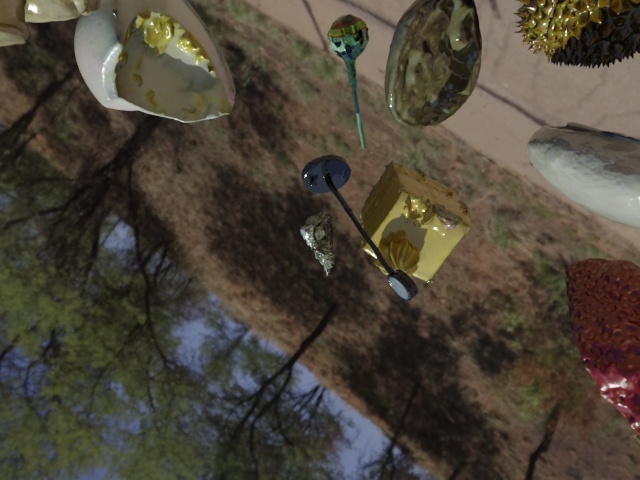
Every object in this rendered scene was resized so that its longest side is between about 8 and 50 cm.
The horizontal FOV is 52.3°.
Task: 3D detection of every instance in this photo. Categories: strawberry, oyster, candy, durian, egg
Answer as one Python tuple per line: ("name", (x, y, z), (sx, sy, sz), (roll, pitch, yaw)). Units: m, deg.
("strawberry", (0.335, 0.102, 0.655), (0.175, 0.106, 0.236), (6, -127, -50))
("oyster", (0.000, 0.000, 1.383), (0.177, 0.064, 0.125), (74, -171, -46))
("candy", (0.083, -0.359, 1.495), (0.083, 0.091, 0.306), (-119, 15, -67))
("durian", (0.590, -0.542, 1.347), (0.347, 0.348, 0.384), (36, 151, 12))
("egg", (-0.281, -0.286, 1.019), (0.271, 0.161, 0.207), (14, -120, -61))
("candy", (0.636, -0.134, 1.347), (0.426, 0.186, 0.386), (26, -159, 26))

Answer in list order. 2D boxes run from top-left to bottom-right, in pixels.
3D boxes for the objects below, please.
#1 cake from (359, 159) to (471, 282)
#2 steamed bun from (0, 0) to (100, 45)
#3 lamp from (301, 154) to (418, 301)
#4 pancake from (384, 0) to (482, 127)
("cake", (0.244, -0.034, 1.707), (0.222, 0.228, 0.286), (24, -155, -17))
("steamed bun", (-0.287, -0.230, 0.460), (0.292, 0.295, 0.137), (-128, 24, -47))
("lamp", (0.106, -0.043, 1.385), (0.371, 0.108, 0.130), (47, 160, 30))
("pancake", (0.229, -0.364, 1.305), (0.049, 0.295, 0.294), (35, 180, 38))
